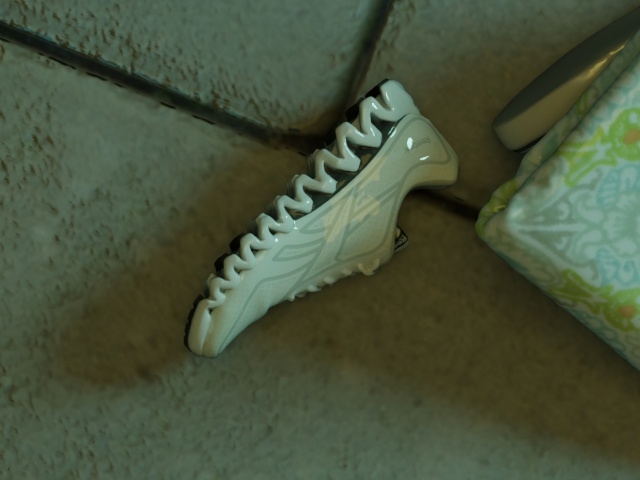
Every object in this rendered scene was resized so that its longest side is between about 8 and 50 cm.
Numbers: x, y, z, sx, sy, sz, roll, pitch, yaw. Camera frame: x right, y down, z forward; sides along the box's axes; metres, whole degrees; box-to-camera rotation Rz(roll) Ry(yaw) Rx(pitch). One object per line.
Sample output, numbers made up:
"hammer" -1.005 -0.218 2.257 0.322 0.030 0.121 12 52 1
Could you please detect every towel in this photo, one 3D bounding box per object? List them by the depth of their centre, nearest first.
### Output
"towel" 0.359 -0.053 1.446 0.320 0.090 0.374 39 98 -16

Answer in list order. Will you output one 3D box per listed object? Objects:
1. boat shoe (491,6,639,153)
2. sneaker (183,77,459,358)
"boat shoe" 0.325 -0.134 1.509 0.340 0.127 0.158 -33 101 8
"sneaker" 0.000 0.000 1.520 0.118 0.110 0.292 43 89 -5
